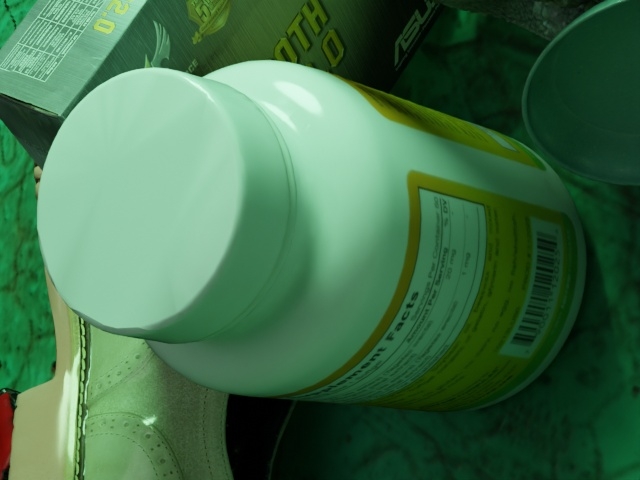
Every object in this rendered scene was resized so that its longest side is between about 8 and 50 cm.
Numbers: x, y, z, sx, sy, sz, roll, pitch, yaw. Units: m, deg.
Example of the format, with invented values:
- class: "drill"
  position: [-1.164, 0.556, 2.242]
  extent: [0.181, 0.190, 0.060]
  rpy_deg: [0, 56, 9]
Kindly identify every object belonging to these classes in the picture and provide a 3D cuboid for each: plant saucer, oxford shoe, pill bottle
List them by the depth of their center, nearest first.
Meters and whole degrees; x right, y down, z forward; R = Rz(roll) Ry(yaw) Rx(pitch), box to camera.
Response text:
- class: "plant saucer"
  position: [0.142, -0.068, 0.760]
  extent: [0.119, 0.119, 0.021]
  rpy_deg: [-35, 42, 35]
- class: "pill bottle"
  position: [0.000, 0.000, 0.775]
  extent: [0.136, 0.245, 0.136]
  rpy_deg: [-6, 80, 34]
- class: "oxford shoe"
  position: [-0.067, 0.022, 0.973]
  extent: [0.146, 0.140, 0.397]
  rpy_deg: [-7, 66, 16]

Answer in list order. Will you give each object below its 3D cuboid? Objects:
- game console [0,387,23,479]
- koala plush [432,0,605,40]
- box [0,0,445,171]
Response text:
- class: "game console"
  position: [-0.162, 0.162, 1.000]
  extent: [0.144, 0.085, 0.124]
  rpy_deg: [-66, 19, 9]
- class: "koala plush"
  position: [0.092, -0.176, 0.767]
  extent: [0.203, 0.221, 0.196]
  rpy_deg: [45, 110, 44]
- class: "box"
  position: [-0.035, -0.099, 0.849]
  extent: [0.056, 0.183, 0.231]
  rpy_deg: [21, 67, 32]
